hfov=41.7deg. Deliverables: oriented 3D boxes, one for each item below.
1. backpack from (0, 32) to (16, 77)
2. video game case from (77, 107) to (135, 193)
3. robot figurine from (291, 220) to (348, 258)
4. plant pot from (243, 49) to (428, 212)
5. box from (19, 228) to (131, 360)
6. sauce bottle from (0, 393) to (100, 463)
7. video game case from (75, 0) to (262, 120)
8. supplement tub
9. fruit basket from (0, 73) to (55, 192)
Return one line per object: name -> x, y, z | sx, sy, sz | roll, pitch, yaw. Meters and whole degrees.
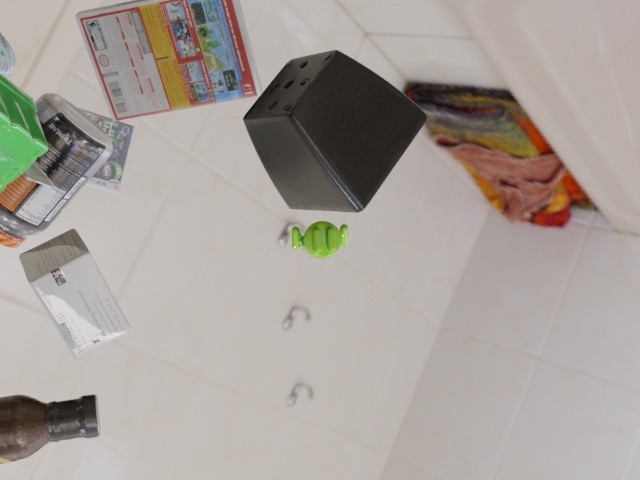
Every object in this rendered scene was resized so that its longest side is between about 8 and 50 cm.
backpack -> -0.668, -0.373, 1.593 | 0.182, 0.152, 0.115 | 56, -157, -8
video game case -> -0.588, -0.235, 2.225 | 0.022, 0.190, 0.173 | 10, 177, 45
robot figurine -> 0.000, 0.000, 1.476 | 0.101, 0.067, 0.115 | -6, 179, -7
plant pot -> 0.006, -0.167, 1.212 | 0.167, 0.188, 0.187 | 48, 157, -29
box -> -0.462, 0.097, 1.578 | 0.182, 0.119, 0.181 | 33, 149, 60
sauce bottle -> -0.531, 0.307, 1.346 | 0.345, 0.111, 0.111 | -6, 175, -11
video game case -> -0.264, -0.328, 1.478 | 0.285, 0.025, 0.204 | -8, 120, 10
supplement tub -> -0.662, -0.158, 1.955 | 0.207, 0.338, 0.207 | 43, -174, -5
fruit basket -> -0.575, -0.231, 1.225 | 0.353, 0.165, 0.327 | 40, 176, 22
